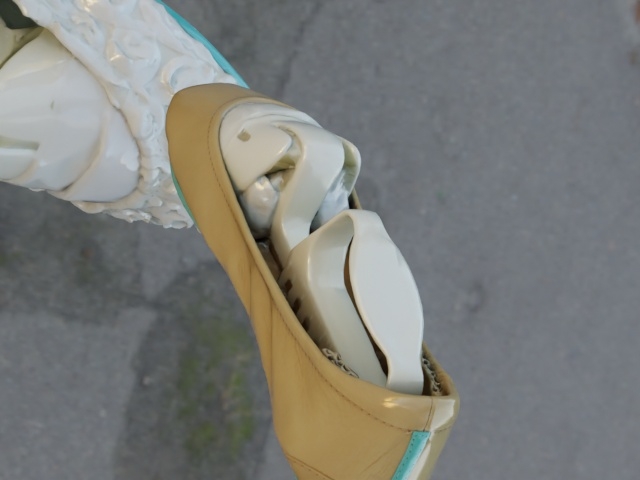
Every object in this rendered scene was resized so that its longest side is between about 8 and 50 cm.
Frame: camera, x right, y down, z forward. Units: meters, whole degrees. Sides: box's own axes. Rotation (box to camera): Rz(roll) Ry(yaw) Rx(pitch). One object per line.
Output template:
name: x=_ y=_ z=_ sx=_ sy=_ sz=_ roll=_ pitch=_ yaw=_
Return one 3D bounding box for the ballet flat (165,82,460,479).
ballet flat: x=0.000 y=0.000 z=0.590 sx=0.080 sy=0.232 sz=0.073 roll=3 pitch=136 yaw=-32

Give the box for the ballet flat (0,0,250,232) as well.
ballet flat: x=-0.193 y=-0.114 z=0.760 sx=0.409 sy=0.147 sz=0.147 roll=43 pitch=60 yaw=-18
